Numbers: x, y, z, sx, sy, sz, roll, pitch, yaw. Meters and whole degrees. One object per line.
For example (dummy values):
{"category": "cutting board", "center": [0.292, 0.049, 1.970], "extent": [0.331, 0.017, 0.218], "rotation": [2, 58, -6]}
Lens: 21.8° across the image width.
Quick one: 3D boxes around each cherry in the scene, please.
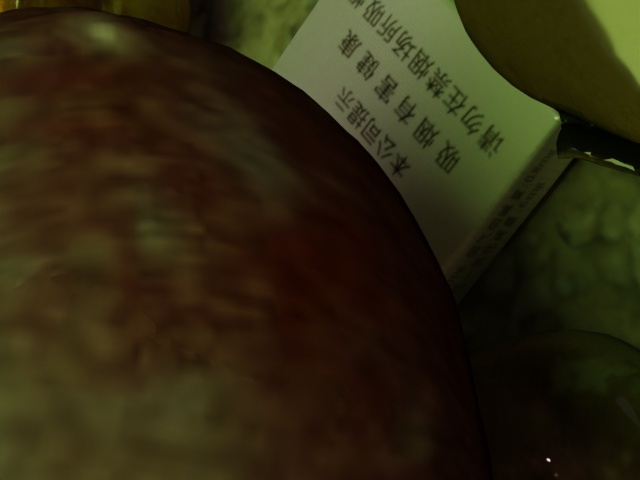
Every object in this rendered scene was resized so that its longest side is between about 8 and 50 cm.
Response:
{"category": "cherry", "center": [-0.096, 0.100, 0.565], "extent": [0.326, 0.291, 0.335], "rotation": [-38, 51, 30]}

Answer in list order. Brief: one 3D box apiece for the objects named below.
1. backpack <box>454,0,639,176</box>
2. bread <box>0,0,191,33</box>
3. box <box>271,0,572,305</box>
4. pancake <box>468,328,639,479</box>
{"category": "backpack", "center": [0.186, -0.181, 0.461], "extent": [0.353, 0.201, 0.378], "rotation": [6, 82, 46]}
{"category": "bread", "center": [-0.154, -0.085, 0.804], "extent": [0.198, 0.120, 0.236], "rotation": [14, 94, 43]}
{"category": "box", "center": [0.000, 0.000, 0.717], "extent": [0.245, 0.035, 0.139], "rotation": [-52, 56, 23]}
{"category": "pancake", "center": [0.073, 0.185, 0.624], "extent": [0.294, 0.049, 0.294], "rotation": [-5, 82, 42]}
